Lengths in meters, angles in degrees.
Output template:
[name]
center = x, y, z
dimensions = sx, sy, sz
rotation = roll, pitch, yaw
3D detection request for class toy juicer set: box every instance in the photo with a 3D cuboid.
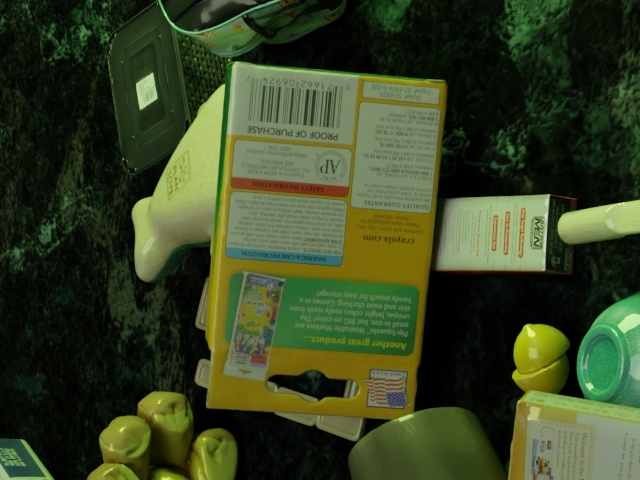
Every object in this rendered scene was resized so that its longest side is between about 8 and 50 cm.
[toy juicer set]
center = 0.253, 0.094, 1.438
dimensions = 0.209, 0.089, 0.329
rotation = 33, 114, 61

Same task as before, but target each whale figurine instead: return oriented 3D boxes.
[whale figurine]
center = -0.086, -0.051, 1.755
dimensions = 0.272, 0.141, 0.216
rotation = -38, 45, 33

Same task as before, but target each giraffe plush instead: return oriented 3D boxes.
[giraffe plush]
center = -0.184, 0.286, 1.828
dimensions = 0.210, 0.181, 0.170
rotation = 56, 143, -6

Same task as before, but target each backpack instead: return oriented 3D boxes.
[backpack]
center = -0.074, -0.283, 1.773
dimensions = 0.188, 0.144, 0.166
rotation = -20, 70, 19

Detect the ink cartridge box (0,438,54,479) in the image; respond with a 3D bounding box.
[ink cartridge box]
center = -0.343, 0.434, 1.926
dimensions = 0.324, 0.071, 0.330
rotation = 29, 112, 62

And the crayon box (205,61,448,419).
[crayon box]
center = 0.000, 0.000, 1.602
dimensions = 0.083, 0.203, 0.323
rotation = -143, 58, -81

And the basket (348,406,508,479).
[basket]
center = 0.116, 0.278, 1.502
dimensions = 0.204, 0.154, 0.227
rotation = -48, 48, 39

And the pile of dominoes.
[pile of dominoes]
center = -0.023, 0.084, 1.769
dimensions = 0.251, 0.040, 0.196
rotation = 15, 93, 38

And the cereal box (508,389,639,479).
[cereal box]
center = 0.264, 0.222, 1.318
dimensions = 0.240, 0.047, 0.173
rotation = 9, 102, 18

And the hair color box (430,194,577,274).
[hair color box]
center = 0.168, -0.004, 1.560
dimensions = 0.141, 0.043, 0.072
rotation = 0, 84, 47

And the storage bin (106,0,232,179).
[storage bin]
center = -0.165, -0.167, 1.905
dimensions = 0.122, 0.084, 0.180
rotation = -27, 64, 41
